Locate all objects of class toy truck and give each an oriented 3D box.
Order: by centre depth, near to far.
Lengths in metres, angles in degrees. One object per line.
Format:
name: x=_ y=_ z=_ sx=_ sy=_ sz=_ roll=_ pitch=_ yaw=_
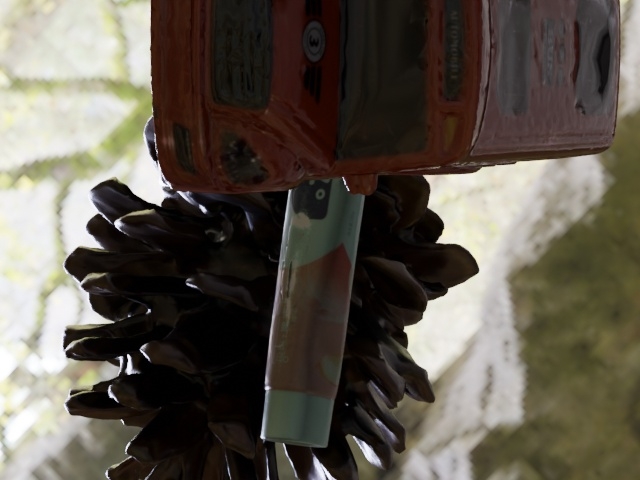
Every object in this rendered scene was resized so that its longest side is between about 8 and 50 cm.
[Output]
toy truck: x=0.033 y=-0.075 z=0.719 sx=0.114 sy=0.107 sz=0.253 roll=3 pitch=-175 yaw=26

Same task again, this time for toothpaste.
toothpaste: x=0.000 y=0.000 z=0.930 sx=0.056 sy=0.205 sz=0.036 roll=1 pitch=169 yaw=38

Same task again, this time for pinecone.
pinecone: x=-0.038 y=0.056 z=1.109 sx=0.264 sy=0.264 sz=0.264 roll=45 pitch=180 yaw=0
